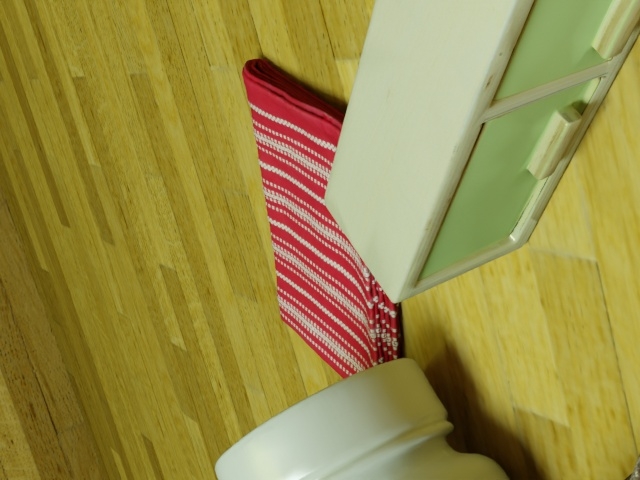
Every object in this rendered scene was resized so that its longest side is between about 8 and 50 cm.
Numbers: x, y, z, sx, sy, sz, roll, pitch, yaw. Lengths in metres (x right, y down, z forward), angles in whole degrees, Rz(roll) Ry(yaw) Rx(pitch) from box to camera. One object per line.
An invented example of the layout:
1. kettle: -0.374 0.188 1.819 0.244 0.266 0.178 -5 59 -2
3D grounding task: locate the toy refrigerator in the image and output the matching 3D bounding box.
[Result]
1. toy refrigerator: 0.086 -0.082 0.582 0.094 0.102 0.269 56 153 26

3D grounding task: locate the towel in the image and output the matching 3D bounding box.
1. towel: 0.000 0.000 0.930 0.199 0.031 0.275 40 145 49

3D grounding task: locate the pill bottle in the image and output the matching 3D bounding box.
1. pill bottle: 0.081 0.279 0.781 0.361 0.204 0.204 61 156 17

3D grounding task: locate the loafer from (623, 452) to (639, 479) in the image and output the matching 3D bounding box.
1. loafer: 0.116 0.218 0.571 0.130 0.133 0.366 34 107 32
